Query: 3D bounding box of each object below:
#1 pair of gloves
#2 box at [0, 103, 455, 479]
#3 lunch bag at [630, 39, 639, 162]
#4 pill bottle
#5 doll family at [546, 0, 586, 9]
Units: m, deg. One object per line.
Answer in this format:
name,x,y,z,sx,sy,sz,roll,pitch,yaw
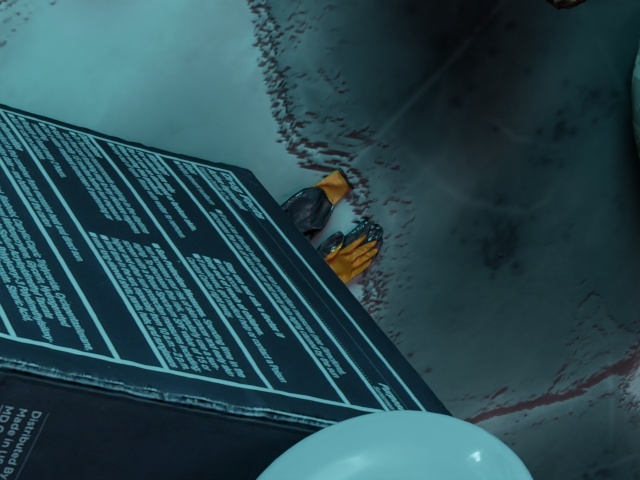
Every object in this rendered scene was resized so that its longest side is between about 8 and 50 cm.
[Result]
pair of gloves,0.000,0.000,1.148,0.074,0.010,0.083,-37,130,-2
box,-0.131,0.072,0.935,0.294,0.296,0.183,14,113,-35
lunch bag,0.341,-0.021,1.127,0.212,0.305,0.256,-44,132,5
pill bottle,0.049,0.208,0.844,0.136,0.136,0.246,-25,130,-12
doll family,0.138,-0.240,1.013,0.263,0.118,0.163,-52,126,-13
